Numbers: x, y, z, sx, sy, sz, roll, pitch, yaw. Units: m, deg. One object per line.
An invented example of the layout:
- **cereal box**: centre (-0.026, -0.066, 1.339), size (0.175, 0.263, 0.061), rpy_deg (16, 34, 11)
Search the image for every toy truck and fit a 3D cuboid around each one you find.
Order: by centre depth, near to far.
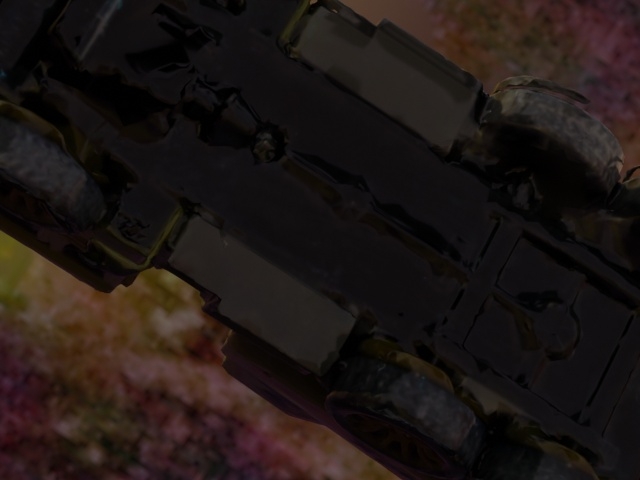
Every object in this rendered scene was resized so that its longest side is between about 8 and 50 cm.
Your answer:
- **toy truck**: centre (0.000, 0.000, 0.547), size (0.272, 0.124, 0.157), rpy_deg (33, -19, -9)
